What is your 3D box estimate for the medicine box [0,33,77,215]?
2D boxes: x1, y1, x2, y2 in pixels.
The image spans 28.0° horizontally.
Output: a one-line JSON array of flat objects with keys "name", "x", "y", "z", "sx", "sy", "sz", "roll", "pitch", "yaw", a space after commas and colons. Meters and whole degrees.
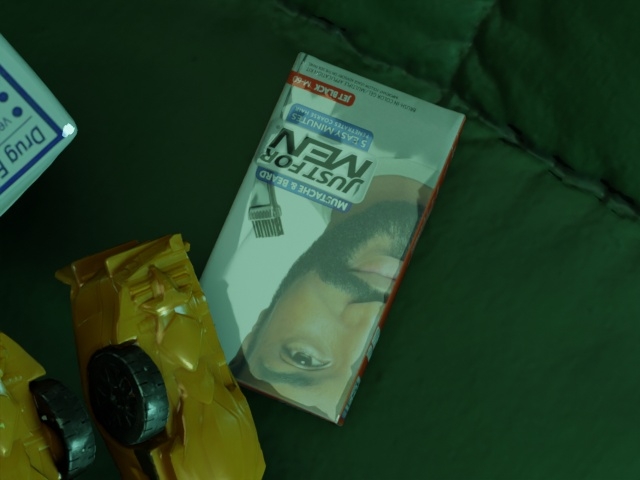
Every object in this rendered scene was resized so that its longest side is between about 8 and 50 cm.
[{"name": "medicine box", "x": -0.273, "y": -0.126, "z": 0.527, "sx": 0.149, "sy": 0.263, "sz": 0.289, "roll": -43, "pitch": 122, "yaw": -6}]

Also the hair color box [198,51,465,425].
[{"name": "hair color box", "x": 0.000, "y": 0.000, "z": 0.654, "sx": 0.093, "sy": 0.053, "sz": 0.167, "roll": 21, "pitch": 82, "yaw": 6}]

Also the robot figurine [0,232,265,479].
[{"name": "robot figurine", "x": -0.086, "y": 0.155, "z": 0.564, "sx": 0.211, "sy": 0.085, "sz": 0.291, "roll": -21, "pitch": 99, "yaw": -42}]
